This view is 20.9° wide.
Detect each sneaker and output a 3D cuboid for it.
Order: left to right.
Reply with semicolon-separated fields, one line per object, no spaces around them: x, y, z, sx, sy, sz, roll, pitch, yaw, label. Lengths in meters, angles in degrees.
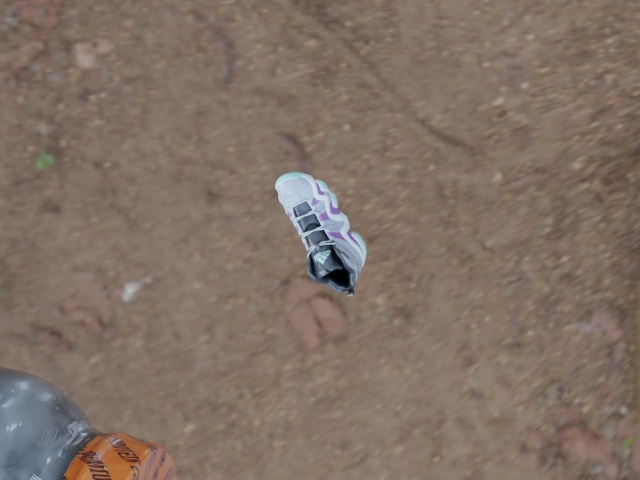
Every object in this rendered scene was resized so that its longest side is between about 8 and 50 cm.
0.000;0.000;1.266;0.038;0.069;0.098;-30;118;25;sneaker

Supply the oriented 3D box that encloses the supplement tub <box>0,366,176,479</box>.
-0.241;0.141;0.844;0.316;0.193;0.193;12;105;10;supplement tub
